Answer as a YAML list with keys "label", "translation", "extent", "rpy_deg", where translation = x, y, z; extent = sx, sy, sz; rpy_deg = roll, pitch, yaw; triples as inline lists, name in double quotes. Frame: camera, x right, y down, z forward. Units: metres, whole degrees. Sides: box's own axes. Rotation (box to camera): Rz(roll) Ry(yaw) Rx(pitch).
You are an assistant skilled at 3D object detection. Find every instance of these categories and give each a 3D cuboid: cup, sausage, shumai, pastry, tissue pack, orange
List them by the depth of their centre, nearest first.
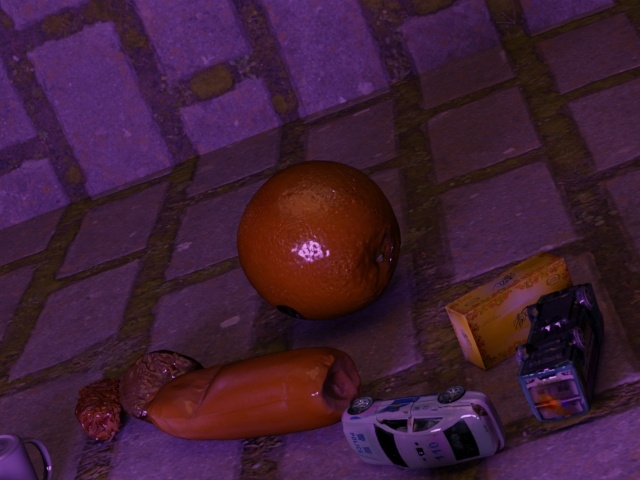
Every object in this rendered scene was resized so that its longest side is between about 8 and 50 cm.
- label: "tissue pack"
  translation: [0.277, 0.099, 2.176]
  extent: [0.176, 0.095, 0.062]
  rpy_deg: [-28, 21, -17]
- label: "sausage"
  translation: [-0.106, 0.230, 2.230]
  extent: [0.353, 0.116, 0.134]
  rpy_deg: [-12, 36, 36]
- label: "cup"
  translation: [-0.461, 0.356, 2.254]
  extent: [0.099, 0.133, 0.136]
  rpy_deg: [-16, 20, 9]
- label: "shumai"
  translation: [-0.235, 0.239, 2.412]
  extent: [0.139, 0.105, 0.123]
  rpy_deg: [-8, 64, 34]
- label: "pastry"
  translation: [-0.353, 0.276, 2.463]
  extent: [0.087, 0.063, 0.169]
  rpy_deg: [-14, 14, -2]
- label: "orange"
  translation: [0.000, 0.000, 2.493]
  extent: [0.274, 0.274, 0.274]
  rpy_deg: [-20, 20, 7]

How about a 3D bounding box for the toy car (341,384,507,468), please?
- label: "toy car"
  translation: [0.125, 0.249, 1.960]
  extent: [0.224, 0.090, 0.076]
  rpy_deg: [-11, 28, 31]

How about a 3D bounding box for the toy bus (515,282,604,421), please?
- label: "toy bus"
  translation: [0.320, 0.140, 2.004]
  extent: [0.091, 0.109, 0.262]
  rpy_deg: [-16, 18, 23]

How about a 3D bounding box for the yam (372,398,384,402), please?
- label: "yam"
  translation: [0.082, 0.246, 2.085]
  extent: [0.043, 0.043, 0.094]
  rpy_deg: [-23, 21, -1]
